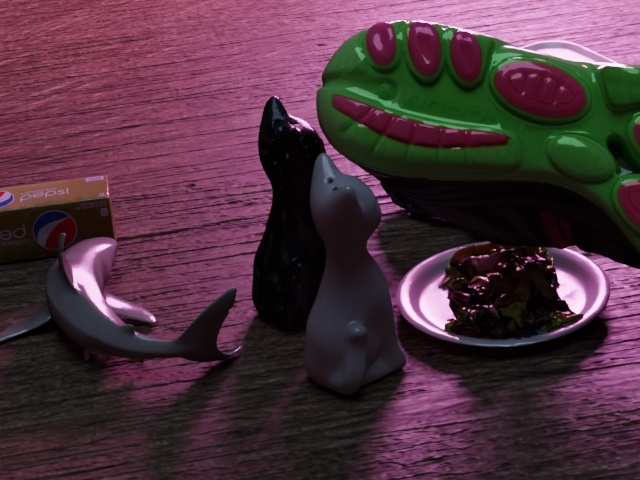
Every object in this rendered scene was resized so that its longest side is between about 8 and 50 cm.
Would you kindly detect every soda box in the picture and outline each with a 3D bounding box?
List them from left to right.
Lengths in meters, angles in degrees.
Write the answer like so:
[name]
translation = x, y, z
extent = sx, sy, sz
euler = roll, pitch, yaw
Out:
[soda box]
translation = -0.303, -0.018, 1.937
extent = 0.181, 0.061, 0.058
euler = -7, 28, -4

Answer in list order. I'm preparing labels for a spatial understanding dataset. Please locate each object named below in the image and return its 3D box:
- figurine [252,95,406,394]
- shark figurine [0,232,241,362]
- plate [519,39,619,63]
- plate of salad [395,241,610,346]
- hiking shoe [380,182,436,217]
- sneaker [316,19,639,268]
[figurine]
translation = 0.000, 0.000, 1.690
extent = 0.092, 0.209, 0.215
euler = -15, 30, -17
[shark figurine]
translation = -0.203, 0.048, 1.746
extent = 0.166, 0.116, 0.278
euler = -23, 31, -27
[plate]
translation = 0.248, -0.156, 2.117
extent = 0.277, 0.045, 0.278
euler = -19, 31, -25
[plate of salad]
translation = 0.169, 0.039, 1.760
extent = 0.199, 0.048, 0.200
euler = -4, 28, 2
[hiking shoe]
translation = 0.155, -0.064, 1.940
extent = 0.114, 0.086, 0.227
euler = -14, 32, -43
[sneaker]
translation = 0.234, -0.070, 1.699
extent = 0.482, 0.185, 0.202
euler = 22, -7, 4
